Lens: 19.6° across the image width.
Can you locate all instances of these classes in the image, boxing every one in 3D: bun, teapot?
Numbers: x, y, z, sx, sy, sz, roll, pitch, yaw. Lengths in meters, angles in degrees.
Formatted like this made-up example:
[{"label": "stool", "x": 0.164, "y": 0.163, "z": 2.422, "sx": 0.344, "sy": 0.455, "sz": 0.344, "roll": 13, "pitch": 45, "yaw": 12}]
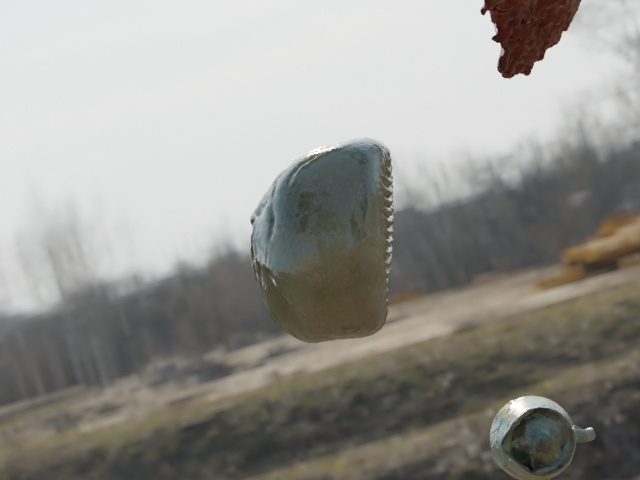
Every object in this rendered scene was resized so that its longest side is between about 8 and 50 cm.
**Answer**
[{"label": "bun", "x": 0.000, "y": 0.000, "z": 1.452, "sx": 0.113, "sy": 0.166, "sz": 0.173, "roll": 2, "pitch": -25, "yaw": 3}, {"label": "teapot", "x": 0.142, "y": 0.127, "z": 1.183, "sx": 0.067, "sy": 0.057, "sz": 0.083, "roll": -8, "pitch": -4, "yaw": 4}]

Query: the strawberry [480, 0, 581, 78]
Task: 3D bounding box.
[{"label": "strawberry", "x": 0.125, "y": -0.215, "z": 1.090, "sx": 0.107, "sy": 0.175, "sz": 0.236, "roll": -13, "pitch": -24, "yaw": 14}]
